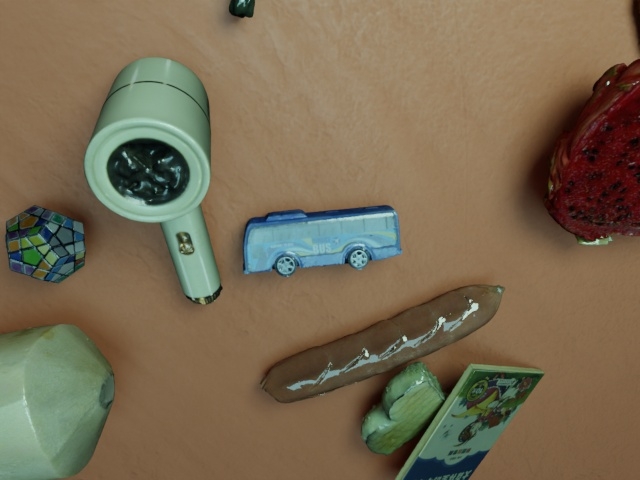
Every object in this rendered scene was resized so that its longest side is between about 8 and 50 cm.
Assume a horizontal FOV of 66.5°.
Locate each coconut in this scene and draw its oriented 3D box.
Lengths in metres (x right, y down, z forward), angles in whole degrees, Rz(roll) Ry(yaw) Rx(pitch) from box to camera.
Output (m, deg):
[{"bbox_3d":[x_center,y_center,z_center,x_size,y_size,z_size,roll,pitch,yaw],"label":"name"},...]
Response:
[{"bbox_3d":[-0.405,0.232,0.700,0.241,0.241,0.241,-2,111,-6],"label":"coconut"}]

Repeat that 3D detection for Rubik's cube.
[{"bbox_3d":[-0.380,0.006,0.675,0.093,0.111,0.111,-19,115,31],"label":"Rubik's cube"}]

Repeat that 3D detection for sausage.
[{"bbox_3d":[0.105,0.172,0.807,0.433,0.088,0.087,-23,112,3],"label":"sausage"}]

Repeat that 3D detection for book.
[{"bbox_3d":[0.261,0.359,0.889,0.228,0.018,0.322,13,110,-36],"label":"book"}]

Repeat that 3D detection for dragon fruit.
[{"bbox_3d":[0.415,-0.118,0.711,0.317,0.152,0.205,34,122,-32],"label":"dragon fruit"}]

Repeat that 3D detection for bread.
[{"bbox_3d":[0.159,0.282,0.847,0.173,0.064,0.232,-4,133,-24],"label":"bread"}]

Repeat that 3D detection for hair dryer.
[{"bbox_3d":[-0.187,-0.035,0.653,0.128,0.203,0.361,-10,129,-6],"label":"hair dryer"}]

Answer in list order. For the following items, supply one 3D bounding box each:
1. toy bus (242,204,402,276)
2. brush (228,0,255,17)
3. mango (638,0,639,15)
[{"bbox_3d":[0.000,-0.002,0.734,0.237,0.079,0.094,-5,96,-5],"label":"toy bus"},{"bbox_3d":[-0.056,-0.426,0.564,0.051,0.070,0.323,16,105,-14],"label":"brush"},{"bbox_3d":[0.483,-0.315,0.674,0.077,0.063,0.127,-1,121,27],"label":"mango"}]
